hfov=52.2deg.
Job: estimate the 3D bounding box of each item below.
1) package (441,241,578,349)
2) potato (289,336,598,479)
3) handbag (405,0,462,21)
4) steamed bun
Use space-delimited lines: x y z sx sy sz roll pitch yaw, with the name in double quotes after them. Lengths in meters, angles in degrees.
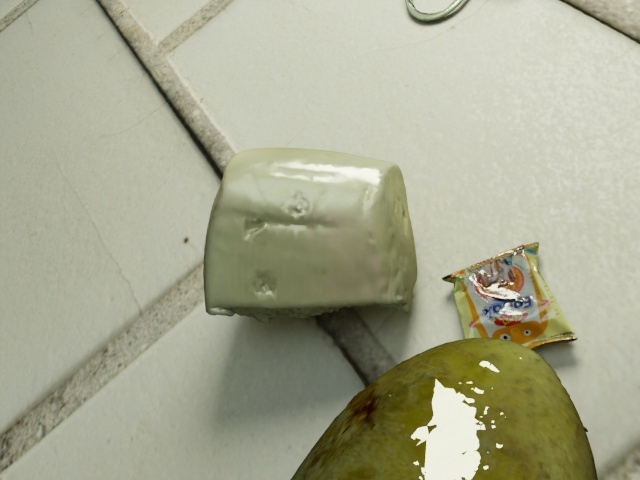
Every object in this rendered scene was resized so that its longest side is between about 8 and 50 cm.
0.187 0.064 0.663 0.108 0.031 0.121 -21 55 15 "package"
0.075 0.236 0.491 0.269 0.219 0.359 -19 28 40 "potato"
0.198 -0.462 0.932 0.241 0.109 0.315 18 74 34 "handbag"
0.000 0.000 0.735 0.225 0.170 0.200 7 96 13 "steamed bun"
